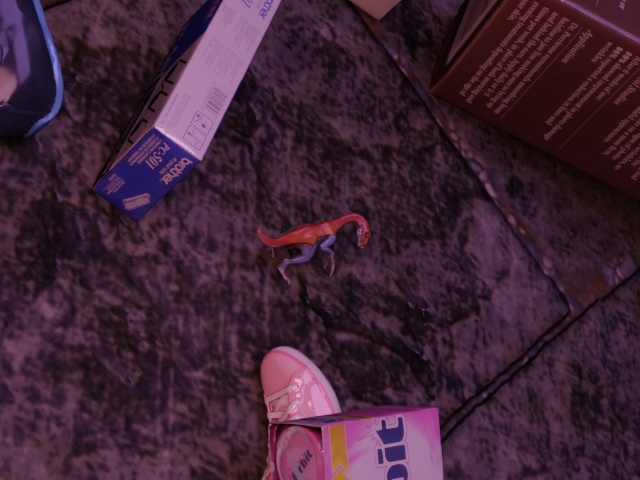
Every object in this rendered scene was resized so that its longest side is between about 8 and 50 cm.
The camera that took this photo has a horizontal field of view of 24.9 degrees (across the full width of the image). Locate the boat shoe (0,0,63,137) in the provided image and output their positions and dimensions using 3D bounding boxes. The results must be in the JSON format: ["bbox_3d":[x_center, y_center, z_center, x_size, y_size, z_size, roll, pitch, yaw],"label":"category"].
[{"bbox_3d":[-0.262,-0.197,1.033,0.089,0.109,0.258,-13,70,-41],"label":"boat shoe"}]

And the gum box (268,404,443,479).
[{"bbox_3d":[0.030,0.213,1.001,0.107,0.062,0.188,-3,88,-40],"label":"gum box"}]

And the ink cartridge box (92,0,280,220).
[{"bbox_3d":[-0.100,-0.117,1.122,0.046,0.097,0.207,37,46,-16],"label":"ink cartridge box"}]

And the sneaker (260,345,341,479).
[{"bbox_3d":[-0.019,0.144,1.053,0.070,0.051,0.134,-16,78,-50],"label":"sneaker"}]

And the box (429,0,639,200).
[{"bbox_3d":[0.321,-0.149,1.368,0.381,0.191,0.143,28,56,-8],"label":"box"}]

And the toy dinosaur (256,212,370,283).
[{"bbox_3d":[0.000,0.000,1.150,0.082,0.090,0.047,-32,71,-3],"label":"toy dinosaur"}]

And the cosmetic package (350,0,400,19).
[{"bbox_3d":[-0.024,-0.362,1.338,0.309,0.113,0.160,33,47,-21],"label":"cosmetic package"}]
